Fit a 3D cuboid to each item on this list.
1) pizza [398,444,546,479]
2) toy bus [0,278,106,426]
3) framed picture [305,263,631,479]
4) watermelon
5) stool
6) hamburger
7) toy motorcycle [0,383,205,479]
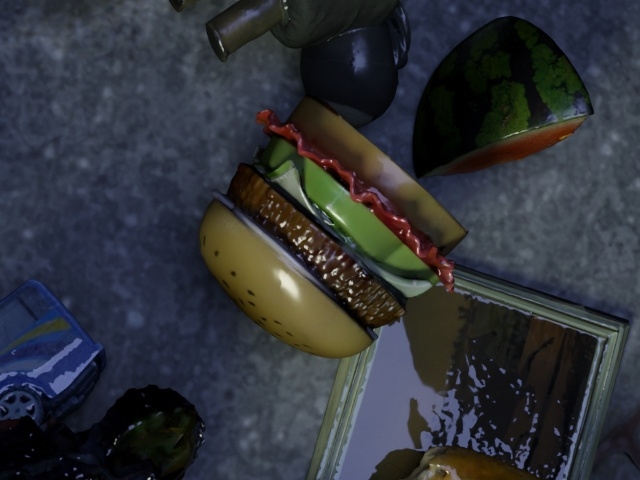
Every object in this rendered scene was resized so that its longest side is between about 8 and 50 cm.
[{"bbox_3d":[0.067,0.276,1.113,0.189,0.071,0.297,38,87,-8],"label":"pizza"},{"bbox_3d":[-0.245,0.126,1.082,0.236,0.079,0.094,-37,74,-15],"label":"toy bus"},{"bbox_3d":[0.095,0.144,1.178,0.197,0.014,0.252,18,78,-8],"label":"framed picture"},{"bbox_3d":[0.137,-0.085,1.189,0.094,0.135,0.125,44,68,-40],"label":"watermelon"},{"bbox_3d":[-0.022,-0.182,1.132,0.139,0.153,0.228,-23,87,-13],"label":"stool"},{"bbox_3d":[-0.001,-0.001,1.111,0.175,0.175,0.137,43,89,-3],"label":"hamburger"},{"bbox_3d":[-0.149,0.183,1.023,0.401,0.207,0.134,-16,43,-43],"label":"toy motorcycle"}]
